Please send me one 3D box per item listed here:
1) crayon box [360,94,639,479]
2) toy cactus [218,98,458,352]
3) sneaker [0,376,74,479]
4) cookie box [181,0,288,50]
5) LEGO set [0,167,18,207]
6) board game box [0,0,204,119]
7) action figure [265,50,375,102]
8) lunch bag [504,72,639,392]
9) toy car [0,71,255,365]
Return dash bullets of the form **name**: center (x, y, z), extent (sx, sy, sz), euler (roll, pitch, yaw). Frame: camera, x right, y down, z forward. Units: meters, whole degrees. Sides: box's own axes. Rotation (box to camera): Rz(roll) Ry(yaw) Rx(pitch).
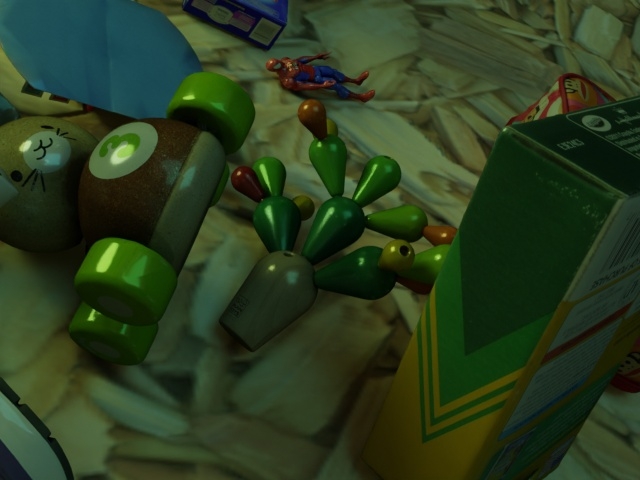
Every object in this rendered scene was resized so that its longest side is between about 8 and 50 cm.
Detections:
- **crayon box**: center (0.149, 0.065, 0.553), extent (0.203, 0.323, 0.083), euler (-17, 46, -43)
- **toy cactus**: center (0.000, 0.000, 0.572), extent (0.219, 0.112, 0.180), euler (33, 71, 30)
- **sneaker**: center (-0.254, 0.057, 0.372), extent (0.283, 0.107, 0.124), euler (47, 51, -1)
- **cookie box**: center (-0.076, -0.243, 0.744), extent (0.092, 0.040, 0.107), euler (20, 51, -25)
- **LEGO set**: center (-0.269, -0.097, 0.429), extent (0.087, 0.093, 0.227), euler (-38, 68, -4)
- **board game box**: center (-0.169, -0.138, 0.614), extent (0.169, 0.033, 0.133), euler (13, 49, -36)
- **action figure**: center (-0.001, -0.155, 0.752), extent (0.115, 0.030, 0.038), euler (2, 65, -33)
- **lunch bag**: center (0.300, -0.005, 0.807), extent (0.258, 0.120, 0.293), euler (32, 47, -16)
- **toy car**: center (-0.160, -0.039, 0.488), extent (0.188, 0.149, 0.155), euler (24, 59, -7)
